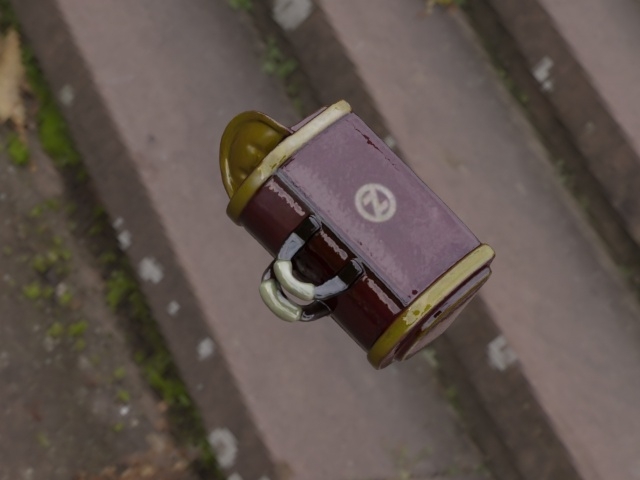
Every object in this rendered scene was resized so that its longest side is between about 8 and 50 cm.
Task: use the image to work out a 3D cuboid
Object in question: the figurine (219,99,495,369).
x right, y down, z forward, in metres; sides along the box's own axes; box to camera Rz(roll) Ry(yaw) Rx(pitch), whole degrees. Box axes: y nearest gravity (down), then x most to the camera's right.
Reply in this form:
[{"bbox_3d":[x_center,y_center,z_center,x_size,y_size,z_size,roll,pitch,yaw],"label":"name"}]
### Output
[{"bbox_3d":[0.000,-0.001,0.855,0.154,0.082,0.098,44,51,9],"label":"figurine"}]
